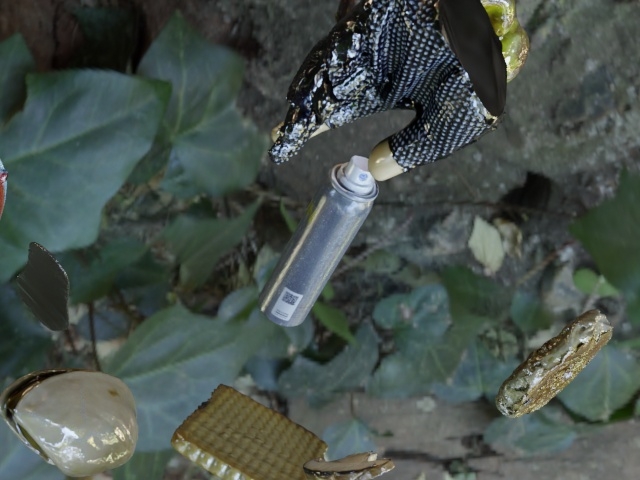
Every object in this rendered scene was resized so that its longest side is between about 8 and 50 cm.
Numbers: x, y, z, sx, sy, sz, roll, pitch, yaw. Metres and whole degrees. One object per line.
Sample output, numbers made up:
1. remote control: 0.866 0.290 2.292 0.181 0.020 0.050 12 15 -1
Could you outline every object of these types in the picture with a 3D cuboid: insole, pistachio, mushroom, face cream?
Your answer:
1. insole: -0.408 0.075 1.604 0.111 0.007 0.328 44 154 2
2. pistachio: -0.351 0.257 1.540 0.138 0.153 0.238 7 170 38
3. mushroom: 0.023 0.202 0.956 0.101 0.049 0.019 -13 98 45
4. face cream: 0.000 0.000 1.423 0.073 0.073 0.283 19 130 -13

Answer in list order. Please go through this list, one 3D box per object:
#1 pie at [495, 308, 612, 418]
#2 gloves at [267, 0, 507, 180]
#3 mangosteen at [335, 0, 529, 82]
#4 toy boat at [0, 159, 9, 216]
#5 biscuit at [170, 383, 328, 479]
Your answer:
1. pie: 0.317 0.169 1.470 0.195 0.046 0.195 -34 155 -18
2. gloves: 0.036 -0.113 0.781 0.181 0.106 0.129 -11 157 36
3. mangosteen: 0.120 -0.217 1.109 0.192 0.217 0.192 -7 117 -14
4. toy boat: -0.331 -0.033 1.008 0.069 0.058 0.173 10 137 -18
5. biscuit: -0.084 0.256 1.357 0.172 0.254 0.029 28 100 5
